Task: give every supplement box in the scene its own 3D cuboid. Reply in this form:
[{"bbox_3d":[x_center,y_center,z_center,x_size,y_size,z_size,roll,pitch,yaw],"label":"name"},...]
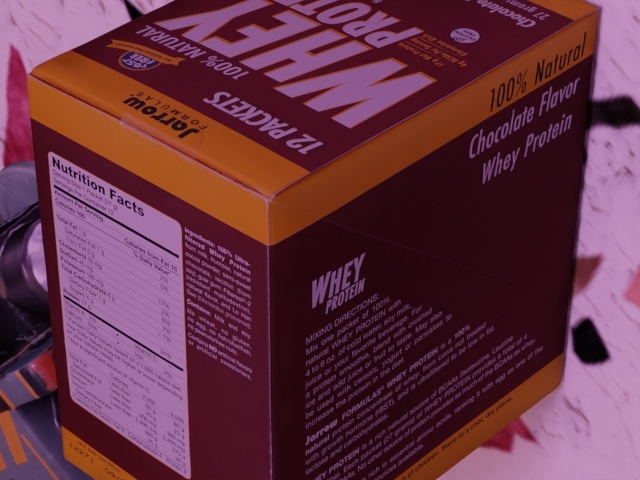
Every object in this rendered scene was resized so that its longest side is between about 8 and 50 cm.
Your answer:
[{"bbox_3d":[0.000,0.000,0.783,0.129,0.191,0.194,28,134,34],"label":"supplement box"}]

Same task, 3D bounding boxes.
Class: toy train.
[{"bbox_3d":[-0.195,0.081,1.119,0.190,0.142,0.334,52,142,-11],"label":"toy train"}]
